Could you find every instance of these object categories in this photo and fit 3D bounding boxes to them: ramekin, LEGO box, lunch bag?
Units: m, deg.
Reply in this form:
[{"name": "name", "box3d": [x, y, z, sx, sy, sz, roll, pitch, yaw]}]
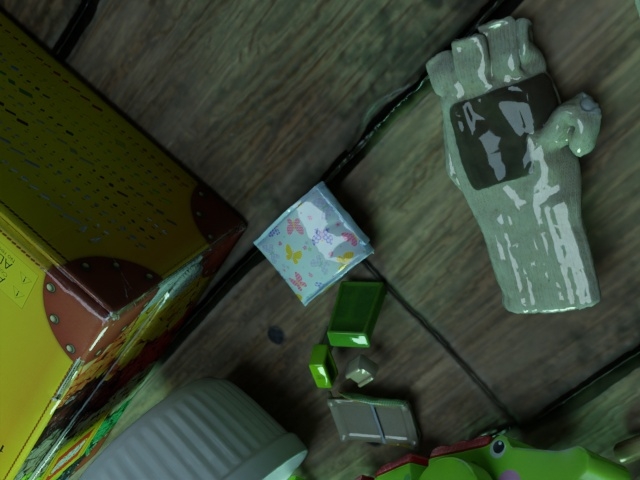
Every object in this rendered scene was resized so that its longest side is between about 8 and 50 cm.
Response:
[{"name": "ramekin", "box3d": [-0.121, 0.215, 0.853, 0.109, 0.207, 0.207, 46, 127, 14]}, {"name": "LEGO box", "box3d": [-0.375, -0.019, 0.880, 0.500, 0.193, 0.372, 41, 126, 6]}, {"name": "lunch bag", "box3d": [0.000, 0.000, 0.770, 0.071, 0.053, 0.083, 49, 136, 2]}]

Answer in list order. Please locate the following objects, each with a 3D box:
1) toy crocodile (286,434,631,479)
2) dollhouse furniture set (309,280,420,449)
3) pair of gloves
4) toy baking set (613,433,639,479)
[{"name": "toy crocodile", "box3d": [0.088, 0.218, 0.791, 0.115, 0.105, 0.341, 24, 142, -34]}, {"name": "dollhouse furniture set", "box3d": [0.040, 0.108, 0.817, 0.076, 0.058, 0.151, 0, 132, 21]}, {"name": "pair of gloves", "box3d": [0.191, -0.068, 0.629, 0.240, 0.042, 0.204, -20, 95, 36]}, {"name": "toy baking set", "box3d": [0.265, 0.198, 0.652, 0.030, 0.196, 0.256, 30, 138, -32]}]
